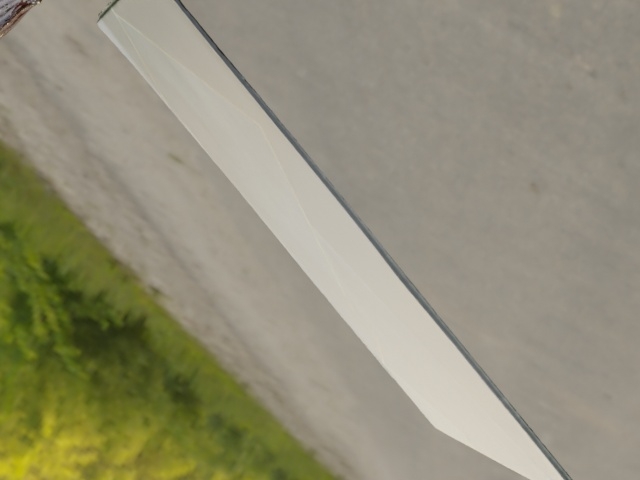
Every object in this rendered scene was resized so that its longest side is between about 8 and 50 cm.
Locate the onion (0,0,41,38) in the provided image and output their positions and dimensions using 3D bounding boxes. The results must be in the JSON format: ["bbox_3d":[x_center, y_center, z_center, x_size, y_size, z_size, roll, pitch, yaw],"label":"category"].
[{"bbox_3d":[-0.249,-0.253,1.044,0.151,0.206,0.098,41,-170,-4],"label":"onion"}]

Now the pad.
[{"bbox_3d":[0.000,0.000,0.524,0.243,0.004,0.163,50,170,-11],"label":"pad"}]
